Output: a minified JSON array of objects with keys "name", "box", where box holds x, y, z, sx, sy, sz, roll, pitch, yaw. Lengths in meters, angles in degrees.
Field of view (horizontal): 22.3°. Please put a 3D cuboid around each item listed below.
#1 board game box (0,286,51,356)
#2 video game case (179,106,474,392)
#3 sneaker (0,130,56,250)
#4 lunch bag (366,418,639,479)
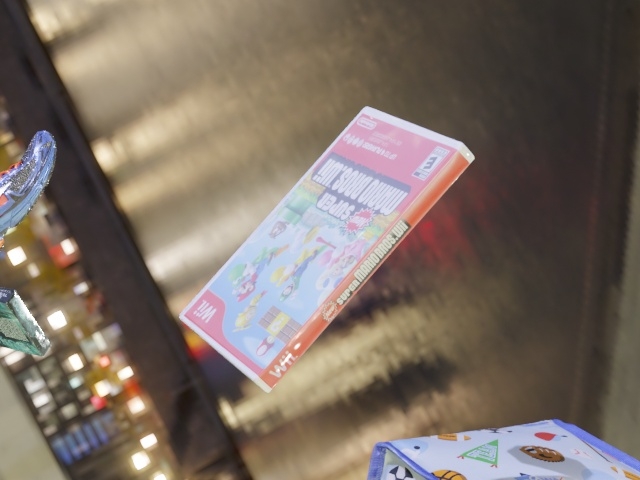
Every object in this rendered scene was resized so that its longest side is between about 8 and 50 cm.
[{"name":"board game box","box":[-0.480,0.102,2.283,0.186,0.026,0.126,10,145,28]},{"name":"video game case","box":[0.000,0.000,1.537,0.025,0.285,0.204,44,173,-28]},{"name":"sneaker","box":[-0.388,-0.044,1.917,0.087,0.221,0.083,37,164,-11]},{"name":"lunch bag","box":[0.275,0.375,1.806,0.385,0.327,0.239,23,110,45]}]
